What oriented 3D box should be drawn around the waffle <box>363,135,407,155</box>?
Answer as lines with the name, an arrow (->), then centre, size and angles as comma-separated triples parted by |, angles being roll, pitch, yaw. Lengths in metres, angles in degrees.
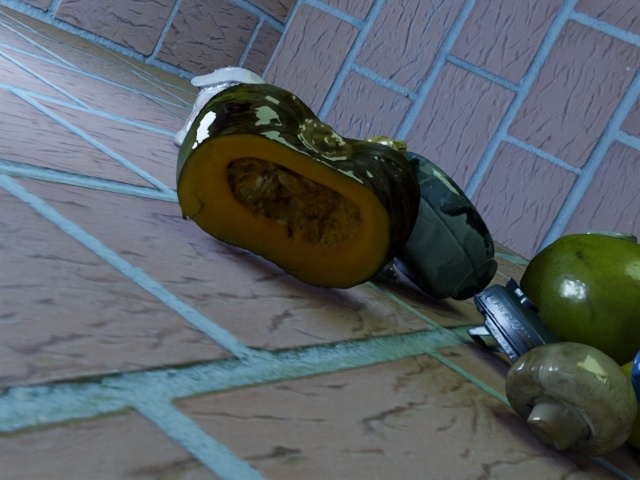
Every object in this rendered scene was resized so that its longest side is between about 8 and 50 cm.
waffle -> 0.019, -0.094, 1.305 | 0.051, 0.291, 0.291 | 60, 3, -13

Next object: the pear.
pear -> 0.457, 0.112, 1.322 | 0.253, 0.252, 0.307 | 19, 16, -40

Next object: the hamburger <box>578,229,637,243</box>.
hamburger -> 0.552, 0.009, 1.597 | 0.084, 0.054, 0.121 | 18, -8, -42

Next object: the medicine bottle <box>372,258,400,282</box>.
medicine bottle -> 0.079, 0.025, 1.326 | 0.058, 0.057, 0.199 | 22, 10, -30

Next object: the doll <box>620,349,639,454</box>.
doll -> 0.423, 0.206, 1.012 | 0.200, 0.145, 0.363 | -4, -24, 27

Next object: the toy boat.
toy boat -> 0.292, 0.160, 1.141 | 0.093, 0.103, 0.246 | 37, 15, -40

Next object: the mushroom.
mushroom -> 0.274, 0.173, 0.898 | 0.148, 0.112, 0.148 | 39, -18, 16

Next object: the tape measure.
tape measure -> 0.175, -0.015, 1.399 | 0.275, 0.147, 0.256 | 53, -7, -31

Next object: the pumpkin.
pumpkin -> -0.034, -0.054, 1.062 | 0.317, 0.221, 0.139 | 25, 37, -9

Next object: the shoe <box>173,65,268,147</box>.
shoe -> -0.190, -0.256, 1.662 | 0.172, 0.198, 0.351 | 22, 9, -21
